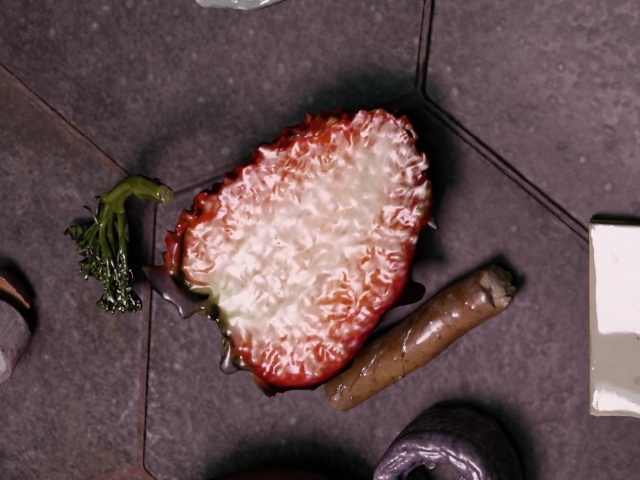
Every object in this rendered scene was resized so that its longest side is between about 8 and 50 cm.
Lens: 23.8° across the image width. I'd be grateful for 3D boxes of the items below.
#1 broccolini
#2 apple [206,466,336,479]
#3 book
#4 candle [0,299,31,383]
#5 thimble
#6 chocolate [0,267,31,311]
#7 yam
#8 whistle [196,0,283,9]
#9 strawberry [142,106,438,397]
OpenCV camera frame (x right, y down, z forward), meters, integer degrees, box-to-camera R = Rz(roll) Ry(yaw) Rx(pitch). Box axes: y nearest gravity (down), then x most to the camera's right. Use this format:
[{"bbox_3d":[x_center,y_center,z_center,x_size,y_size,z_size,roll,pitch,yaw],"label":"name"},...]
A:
[{"bbox_3d":[-0.198,0.006,1.562,0.123,0.062,0.271,57,151,0],"label":"broccolini"},{"bbox_3d":[-0.062,0.380,1.591,0.306,0.235,0.305,8,111,21],"label":"apple"},{"bbox_3d":[0.389,0.082,1.405,0.289,0.026,0.201,5,109,23],"label":"book"},{"bbox_3d":[-0.433,0.111,1.743,0.192,0.068,0.168,24,137,2],"label":"candle"},{"bbox_3d":[0.131,0.247,1.538,0.150,0.098,0.150,8,110,23],"label":"thimble"},{"bbox_3d":[-0.377,0.064,1.747,0.101,0.031,0.064,-29,113,37],"label":"chocolate"},{"bbox_3d":[0.096,0.099,1.530,0.241,0.057,0.057,-36,90,30],"label":"yam"},{"bbox_3d":[-0.119,-0.414,1.416,0.168,0.188,0.404,-10,136,22],"label":"whistle"},{"bbox_3d":[0.000,0.000,1.512,0.306,0.138,0.233,-39,97,13],"label":"strawberry"}]
